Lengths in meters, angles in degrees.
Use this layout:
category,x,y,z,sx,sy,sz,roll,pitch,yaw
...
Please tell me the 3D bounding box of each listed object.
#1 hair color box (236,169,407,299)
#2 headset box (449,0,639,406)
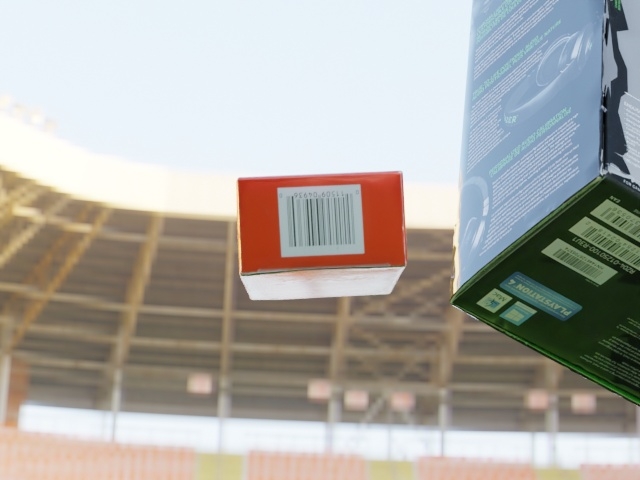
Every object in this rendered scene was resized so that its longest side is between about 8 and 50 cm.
category,x,y,z,sx,sy,sz,roll,pitch,yaw
hair color box,0.000,0.000,0.787,0.072,0.043,0.141,-3,-6,0
headset box,0.212,-0.053,1.007,0.246,0.283,0.131,27,-44,-22
